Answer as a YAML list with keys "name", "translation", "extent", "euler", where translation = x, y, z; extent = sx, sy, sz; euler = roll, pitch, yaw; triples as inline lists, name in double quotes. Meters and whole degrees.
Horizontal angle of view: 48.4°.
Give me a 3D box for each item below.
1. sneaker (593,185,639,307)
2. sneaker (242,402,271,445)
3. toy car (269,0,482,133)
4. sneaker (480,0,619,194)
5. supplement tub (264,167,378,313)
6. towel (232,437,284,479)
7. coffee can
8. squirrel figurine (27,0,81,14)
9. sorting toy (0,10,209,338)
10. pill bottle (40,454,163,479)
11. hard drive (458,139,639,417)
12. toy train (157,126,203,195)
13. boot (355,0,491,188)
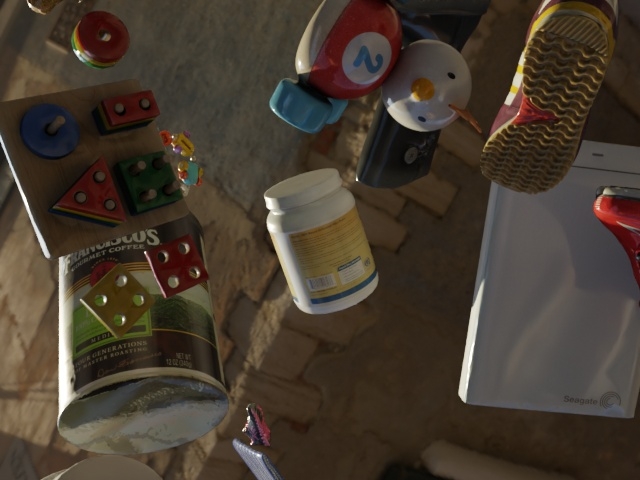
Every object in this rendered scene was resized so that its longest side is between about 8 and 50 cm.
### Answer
- name: "sneaker"
  translation: [0.398, 0.040, 0.805]
  extent: [0.279, 0.118, 0.107]
  euler: [37, 168, -26]
- name: "sneaker"
  translation: [-0.151, 0.417, 1.596]
  extent: [0.057, 0.119, 0.047]
  euler: [-10, -154, 13]
- name: "toy car"
  translation: [0.102, -0.203, 0.867]
  extent: [0.238, 0.219, 0.210]
  euler: [32, -161, 2]
- name: "sneaker"
  translation: [0.171, -0.110, 0.519]
  extent: [0.069, 0.084, 0.185]
  euler: [24, 150, 9]
- name: "supplement tub"
  translation: [0.000, 0.000, 1.131]
  extent: [0.144, 0.144, 0.199]
  euler: [-144, 33, -68]
- name: "towel"
  translation: [-0.105, 0.588, 1.726]
  extent: [0.243, 0.040, 0.336]
  euler: [53, 160, -4]
- name: "coffee can"
  translation: [-0.236, 0.108, 0.929]
  extent: [0.201, 0.201, 0.275]
  euler: [26, -143, -42]
- name: "squirrel figurine"
  translation: [-0.462, -0.637, 1.360]
  extent: [0.281, 0.397, 0.370]
  euler: [35, -167, 3]
- name: "sorting toy"
  translation: [-0.181, -0.060, 0.599]
  extent: [0.132, 0.274, 0.046]
  euler: [-21, -178, -37]
- name: "pill bottle"
  translation: [-0.263, 0.329, 0.726]
  extent: [0.160, 0.283, 0.160]
  euler: [23, -135, -25]
- name: "hard drive"
  translation: [0.321, 0.048, 0.921]
  extent: [0.233, 0.353, 0.047]
  euler: [6, -171, -5]
- name: "toy train"
  translation: [-0.336, -0.185, 1.627]
  extent: [0.046, 0.166, 0.125]
  euler: [-9, -160, 36]
- name: "boot"
  translation: [0.148, -0.317, 1.496]
  extent: [0.367, 0.445, 0.146]
  euler: [-8, -137, -34]
